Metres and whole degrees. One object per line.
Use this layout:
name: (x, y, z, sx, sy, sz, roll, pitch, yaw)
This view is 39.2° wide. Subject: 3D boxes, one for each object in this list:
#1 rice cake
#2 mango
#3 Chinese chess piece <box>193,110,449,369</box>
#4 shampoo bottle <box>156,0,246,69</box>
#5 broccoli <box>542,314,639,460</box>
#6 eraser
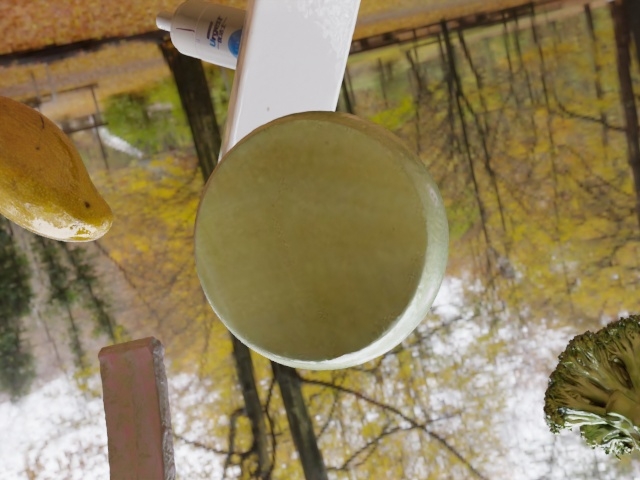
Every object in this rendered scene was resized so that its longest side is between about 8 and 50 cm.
rice cake: (-0.279, 0.303, 1.388, 0.106, 0.298, 0.050, -14, 165, 19)
mango: (-0.392, -0.099, 1.216, 0.109, 0.262, 0.157, -50, -175, 31)
Chinese chess piece: (0.000, 0.000, 0.502, 0.144, 0.144, 0.058, -11, 177, 16)
shampoo bottle: (-0.118, -0.301, 1.344, 0.303, 0.092, 0.092, 20, -156, 23)
broccoli: (0.525, 0.314, 1.474, 0.221, 0.252, 0.361, 20, -145, -25)
eraser: (-0.019, -0.158, 0.680, 0.076, 0.298, 0.078, 9, -158, -12)
